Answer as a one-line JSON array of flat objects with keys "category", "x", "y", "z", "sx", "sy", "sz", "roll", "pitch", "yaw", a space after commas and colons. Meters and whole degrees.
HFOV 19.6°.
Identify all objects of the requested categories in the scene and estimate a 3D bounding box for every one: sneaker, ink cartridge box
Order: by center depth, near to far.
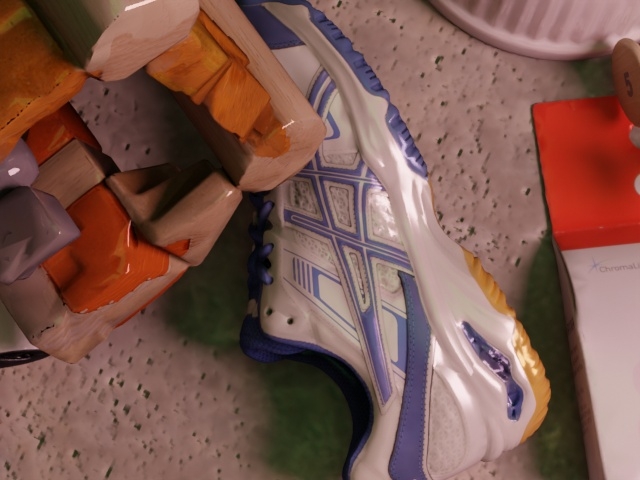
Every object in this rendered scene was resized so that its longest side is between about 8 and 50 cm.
[{"category": "sneaker", "x": 0.000, "y": 0.000, "z": 1.001, "sx": 0.131, "sy": 0.112, "sz": 0.296, "roll": -30, "pitch": 80, "yaw": -8}, {"category": "ink cartridge box", "x": 0.228, "y": 0.019, "z": 1.038, "sx": 0.189, "sy": 0.066, "sz": 0.232, "roll": -7, "pitch": 82, "yaw": -5}]

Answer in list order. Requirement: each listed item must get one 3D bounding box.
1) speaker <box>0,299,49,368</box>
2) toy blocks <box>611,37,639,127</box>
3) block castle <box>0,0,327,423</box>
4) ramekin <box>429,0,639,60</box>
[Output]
[{"category": "speaker", "x": -0.184, "y": 0.003, "z": 1.019, "sx": 0.055, "sy": 0.055, "sz": 0.136, "roll": -11, "pitch": 79, "yaw": -5}, {"category": "toy blocks", "x": 0.255, "y": -0.080, "z": 1.047, "sx": 0.148, "sy": 0.054, "sz": 0.123, "roll": -15, "pitch": 59, "yaw": -10}, {"category": "block castle", "x": -0.243, "y": -0.026, "z": 0.854, "sx": 0.453, "sy": 0.303, "sz": 0.213, "roll": -38, "pitch": 73, "yaw": 6}, {"category": "ramekin", "x": 0.143, "y": -0.216, "z": 1.056, "sx": 0.207, "sy": 0.109, "sz": 0.207, "roll": 1, "pitch": 77, "yaw": -3}]
